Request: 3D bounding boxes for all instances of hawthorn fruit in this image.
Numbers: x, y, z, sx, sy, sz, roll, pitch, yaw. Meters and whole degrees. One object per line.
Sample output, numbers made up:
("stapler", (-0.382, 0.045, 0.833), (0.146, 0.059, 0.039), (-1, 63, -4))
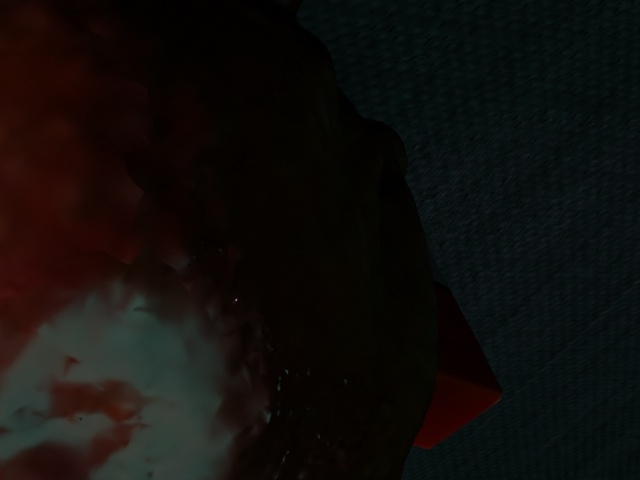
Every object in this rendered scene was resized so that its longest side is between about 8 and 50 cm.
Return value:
("hawthorn fruit", (-0.095, 0.010, 0.493), (0.262, 0.258, 0.258), (-43, 159, -23))

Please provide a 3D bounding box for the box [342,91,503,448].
("box", (0.000, 0.000, 0.664), (0.048, 0.152, 0.100), (-36, 151, 23))
